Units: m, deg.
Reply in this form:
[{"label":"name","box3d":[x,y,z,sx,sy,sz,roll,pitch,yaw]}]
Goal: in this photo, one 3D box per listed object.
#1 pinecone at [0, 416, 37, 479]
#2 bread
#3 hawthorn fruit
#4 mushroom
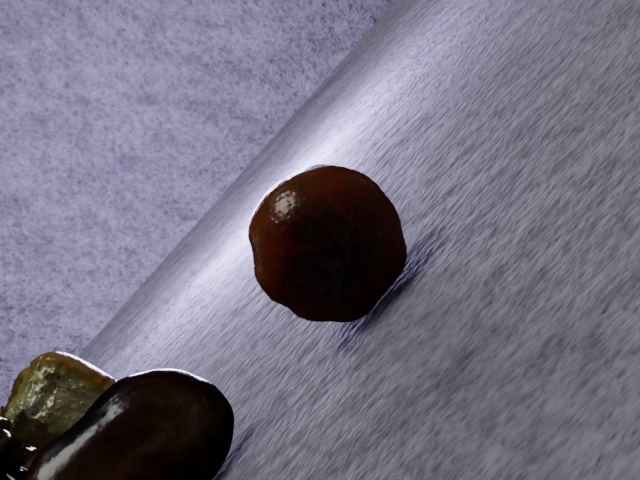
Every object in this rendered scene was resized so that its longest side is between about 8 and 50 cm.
[{"label":"pinecone","box3d":[-0.479,0.305,1.998,0.384,0.384,0.384,-46,8,8]},{"label":"bread","box3d":[-0.337,0.240,2.259,0.245,0.174,0.121,-46,22,57]},{"label":"hawthorn fruit","box3d":[0.000,0.000,1.680,0.157,0.157,0.194,-48,13,-4]},{"label":"mushroom","box3d":[-0.189,0.239,1.717,0.227,0.148,0.217,-34,-16,-15]}]
